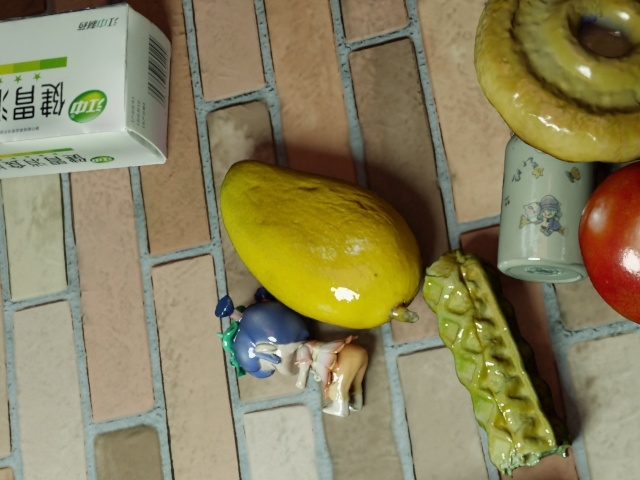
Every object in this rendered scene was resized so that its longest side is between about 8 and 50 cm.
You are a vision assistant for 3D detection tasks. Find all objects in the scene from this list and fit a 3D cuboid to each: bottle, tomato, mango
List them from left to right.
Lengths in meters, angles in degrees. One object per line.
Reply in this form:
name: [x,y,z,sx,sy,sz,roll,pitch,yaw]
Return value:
mango: [0.000,0.000,1.767,0.317,0.119,0.176,34,67,24]
bottle: [0.264,-0.073,1.715,0.110,0.110,0.233,1,76,18]
tomato: [0.380,0.004,1.619,0.195,0.136,0.195,-1,95,-13]

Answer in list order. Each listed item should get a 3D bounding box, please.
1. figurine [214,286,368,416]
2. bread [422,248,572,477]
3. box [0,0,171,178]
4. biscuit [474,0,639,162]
figurine: [-0.031,0.128,1.771,0.195,0.111,0.102,19,99,18]
bread: [0.195,0.133,1.688,0.098,0.087,0.269,-18,71,-13]
box: [-0.371,-0.186,1.933,0.333,0.145,0.173,-5,73,16]
biscuit: [0.292,-0.194,1.657,0.274,0.091,0.213,39,68,13]
